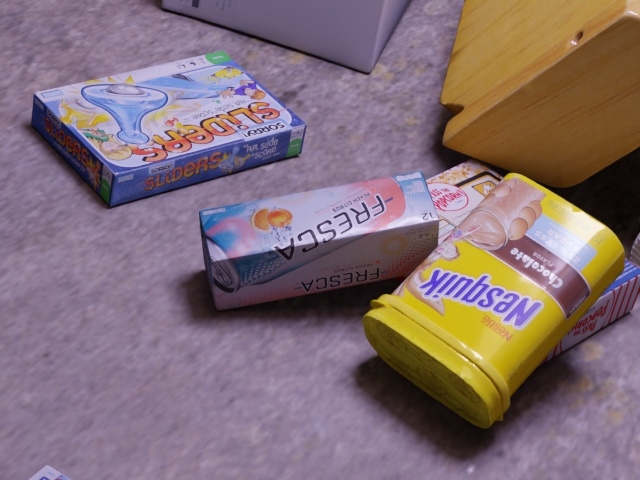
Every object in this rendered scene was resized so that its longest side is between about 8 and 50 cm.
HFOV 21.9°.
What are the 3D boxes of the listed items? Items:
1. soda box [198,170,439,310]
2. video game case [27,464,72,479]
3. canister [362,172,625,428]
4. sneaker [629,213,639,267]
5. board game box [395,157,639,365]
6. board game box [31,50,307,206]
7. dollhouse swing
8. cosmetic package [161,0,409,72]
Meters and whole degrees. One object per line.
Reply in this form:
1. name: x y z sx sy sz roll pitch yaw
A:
1. soda box: 0.000 0.000 1.298 0.183 0.063 0.058 -11 48 -7
2. video game case: -0.157 0.199 1.065 0.122 0.011 0.087 28 39 20
3. canister: 0.133 0.041 1.254 0.126 0.073 0.170 34 68 28
4. sneaker: 0.418 0.001 1.429 0.293 0.102 0.146 15 35 4
5. board game box: 0.148 0.015 1.375 0.147 0.045 0.193 -24 49 -39
6. board game box: -0.132 -0.102 1.457 0.201 0.035 0.136 -18 46 -35
7. dollhouse swing: 0.339 -0.183 1.524 0.305 0.315 0.346 36 44 -21
8. cosmetic package: -0.011 -0.309 1.676 0.225 0.138 0.224 19 41 7
